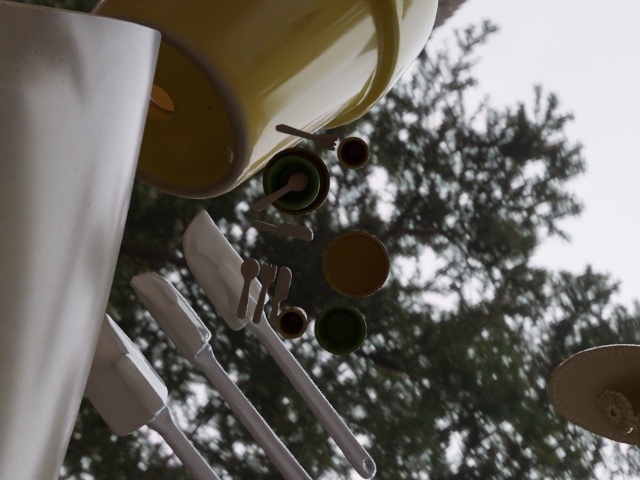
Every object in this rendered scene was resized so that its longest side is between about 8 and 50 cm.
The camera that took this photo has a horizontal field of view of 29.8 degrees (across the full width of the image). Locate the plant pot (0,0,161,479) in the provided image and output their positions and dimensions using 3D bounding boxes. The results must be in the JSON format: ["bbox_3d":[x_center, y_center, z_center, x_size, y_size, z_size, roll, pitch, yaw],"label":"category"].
[{"bbox_3d":[-0.189,0.055,0.417,0.256,0.256,0.274,6,-84,27],"label":"plant pot"}]

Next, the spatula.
[{"bbox_3d":[-0.062,0.117,0.849,0.019,0.242,0.168,-23,-163,42],"label":"spatula"}]

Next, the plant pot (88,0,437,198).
[{"bbox_3d":[-0.068,-0.168,0.959,0.254,0.254,0.239,11,-136,29],"label":"plant pot"}]

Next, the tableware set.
[{"bbox_3d":[0.000,0.000,0.839,0.104,0.024,0.154,14,-80,4],"label":"tableware set"}]

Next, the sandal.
[{"bbox_3d":[0.305,0.151,0.973,0.240,0.079,0.088,16,-76,6],"label":"sandal"}]
